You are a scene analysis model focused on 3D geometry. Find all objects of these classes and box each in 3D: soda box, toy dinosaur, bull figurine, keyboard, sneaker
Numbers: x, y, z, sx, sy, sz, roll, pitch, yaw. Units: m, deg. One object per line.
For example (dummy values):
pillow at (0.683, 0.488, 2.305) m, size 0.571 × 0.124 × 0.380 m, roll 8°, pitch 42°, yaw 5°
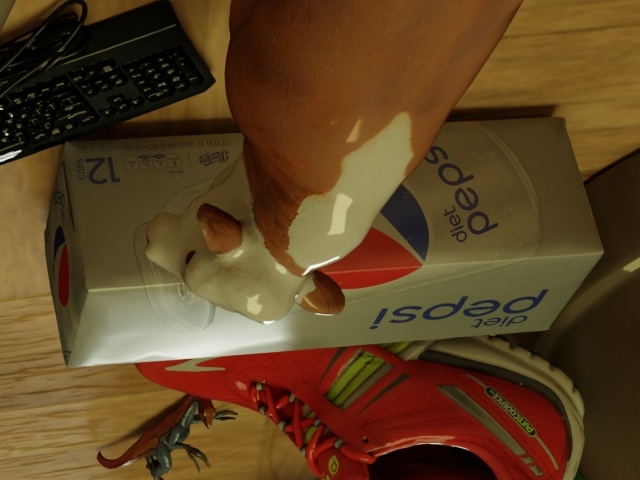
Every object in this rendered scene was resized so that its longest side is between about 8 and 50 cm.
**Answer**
soda box at (0.000, 0.000, 1.046) m, size 0.286 × 0.091 × 0.098 m, roll -3°, pitch 152°, yaw -17°
toy dinosaur at (-0.099, 0.130, 1.269) m, size 0.090 × 0.047 × 0.082 m, roll 5°, pitch 126°, yaw -10°
bull figurine at (0.013, -0.104, 0.805) m, size 0.101 × 0.188 × 0.310 m, roll 8°, pitch 142°, yaw -29°
keyboard at (-0.152, -0.061, 0.952) m, size 0.192 × 0.038 × 0.100 m, roll -20°, pitch 147°, yaw 8°
sneaker at (0.013, 0.098, 1.125) m, size 0.279 × 0.118 × 0.107 m, roll 12°, pitch 145°, yaw 12°

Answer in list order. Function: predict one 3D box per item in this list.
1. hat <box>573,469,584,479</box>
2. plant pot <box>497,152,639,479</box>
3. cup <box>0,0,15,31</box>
hat at (0.206, 0.267, 1.459) m, size 0.208 × 0.184 × 0.173 m, roll -25°, pitch 147°, yaw 18°
plant pot at (0.296, 0.119, 1.178) m, size 0.323 × 0.280 × 0.323 m, roll -10°, pitch 147°, yaw -7°
cup at (-0.221, -0.130, 0.631) m, size 0.331 × 0.237 × 0.331 m, roll -10°, pitch 148°, yaw -6°
